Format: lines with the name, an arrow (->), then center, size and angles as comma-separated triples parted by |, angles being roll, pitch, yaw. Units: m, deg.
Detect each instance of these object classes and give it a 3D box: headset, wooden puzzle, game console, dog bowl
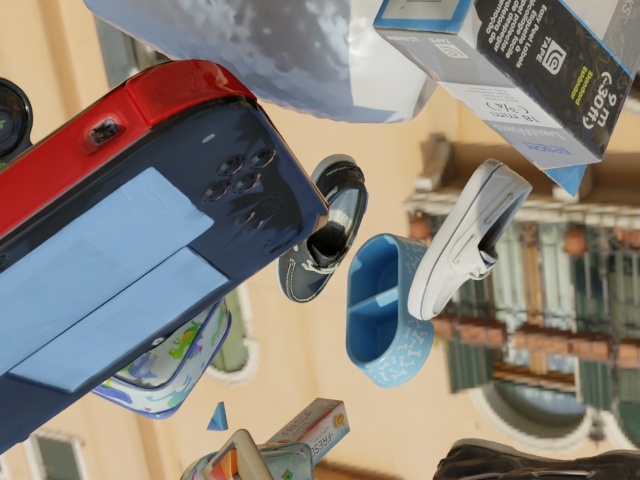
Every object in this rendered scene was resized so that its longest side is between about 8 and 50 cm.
headset -> -0.550, -0.196, 1.650 | 0.243, 0.394, 0.185 | 37, -106, 21
wooden puzzle -> -0.060, 0.186, 0.855 | 0.014, 0.078, 0.116 | -11, -125, -41
game console -> -0.181, 0.040, 0.871 | 0.386, 0.342, 0.060 | -35, -113, 1
dog bowl -> 0.119, 0.117, 2.068 | 0.166, 0.074, 0.297 | -27, -132, 38

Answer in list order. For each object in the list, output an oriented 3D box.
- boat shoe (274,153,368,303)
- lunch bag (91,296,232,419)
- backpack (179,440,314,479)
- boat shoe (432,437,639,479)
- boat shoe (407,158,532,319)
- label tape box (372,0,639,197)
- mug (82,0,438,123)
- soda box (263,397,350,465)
boat shoe -> 0.000, 0.000, 1.937 | 0.114, 0.302, 0.091 | -1, -142, -21
lunch bag -> -0.228, 0.097, 1.316 | 0.219, 0.090, 0.176 | 19, -121, 16
backpack -> -0.098, 0.357, 1.551 | 0.188, 0.166, 0.144 | -3, 170, -13
boat shoe -> 0.282, 0.299, 1.304 | 0.335, 0.112, 0.095 | 0, -146, 33
boat shoe -> 0.210, 0.014, 1.619 | 0.084, 0.258, 0.095 | 35, -158, 25
label tape box -> 0.222, -0.205, 1.009 | 0.106, 0.241, 0.333 | 13, 167, 47
mug -> -0.001, -0.284, 1.130 | 0.328, 0.276, 0.374 | 29, -146, 7
soda box -> -0.026, 0.326, 1.867 | 0.058, 0.063, 0.183 | 1, -158, 36
